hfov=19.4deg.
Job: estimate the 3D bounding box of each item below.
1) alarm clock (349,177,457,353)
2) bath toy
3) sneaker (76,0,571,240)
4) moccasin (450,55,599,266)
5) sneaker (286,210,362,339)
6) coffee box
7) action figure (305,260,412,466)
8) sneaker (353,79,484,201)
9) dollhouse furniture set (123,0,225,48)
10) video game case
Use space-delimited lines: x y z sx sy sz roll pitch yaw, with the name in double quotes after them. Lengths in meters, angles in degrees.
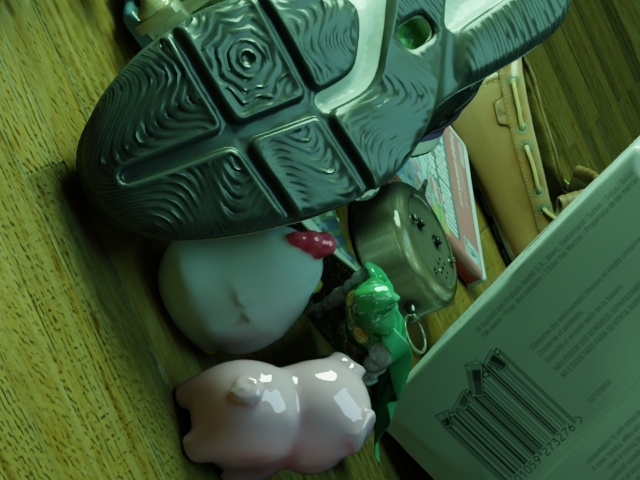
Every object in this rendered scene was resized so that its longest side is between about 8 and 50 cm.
0.084 0.025 1.763 0.129 0.064 0.192 45 33 -46 "alarm clock"
-0.016 0.136 1.294 0.151 0.129 0.348 34 38 -56 "bath toy"
-0.024 -0.098 1.444 0.447 0.257 0.169 -31 91 -32 "sneaker"
0.276 -0.044 2.184 0.380 0.147 0.139 64 20 -7 "moccasin"
0.000 0.000 1.563 0.192 0.064 0.086 51 31 -30 "sneaker"
0.310 0.121 1.688 0.338 0.337 0.334 45 21 4 "coffee box"
0.030 0.078 1.420 0.232 0.063 0.137 103 -29 -67 "action figure"
0.070 -0.132 1.734 0.107 0.124 0.283 46 30 3 "sneaker"
-0.050 -0.321 1.487 0.198 0.286 0.303 54 19 -11 "dollhouse furniture set"
0.091 -0.105 1.965 0.285 0.025 0.204 47 28 -42 "video game case"
